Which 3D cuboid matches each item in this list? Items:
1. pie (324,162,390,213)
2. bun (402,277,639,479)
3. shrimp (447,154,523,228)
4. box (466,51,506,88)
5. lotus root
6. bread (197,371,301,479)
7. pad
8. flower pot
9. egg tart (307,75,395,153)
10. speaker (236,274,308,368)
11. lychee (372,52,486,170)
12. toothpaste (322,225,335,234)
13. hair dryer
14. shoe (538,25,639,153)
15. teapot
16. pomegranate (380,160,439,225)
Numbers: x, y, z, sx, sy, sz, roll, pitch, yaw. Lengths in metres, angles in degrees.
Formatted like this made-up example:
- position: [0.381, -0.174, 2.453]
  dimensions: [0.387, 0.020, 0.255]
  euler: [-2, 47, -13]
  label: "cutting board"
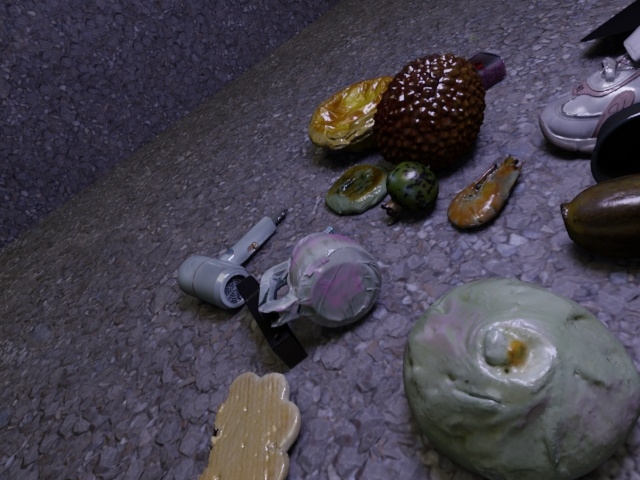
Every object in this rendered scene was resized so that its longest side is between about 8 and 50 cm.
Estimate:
- position: [0.096, -0.139, 1.044]
  dimensions: [0.187, 0.041, 0.186]
  euler: [-19, 40, 17]
  label: "pie"
- position: [0.231, 0.151, 0.518]
  dimensions: [0.283, 0.179, 0.283]
  euler: [-21, 36, 17]
  label: "bun"
- position: [0.343, -0.107, 0.835]
  dimensions: [0.217, 0.051, 0.115]
  euler: [-49, 38, -17]
  label: "shrimp"
- position: [0.403, -0.449, 1.156]
  dimensions: [0.224, 0.069, 0.120]
  euler: [-33, 38, 1]
  label: "box"
- position: [0.496, -0.039, 0.591]
  dimensions: [0.241, 0.124, 0.123]
  euler: [-11, 32, 25]
  label: "lotus root"
- position: [-0.117, 0.340, 0.663]
  dimensions: [0.182, 0.039, 0.250]
  euler: [-8, 43, 27]
  label: "bread"
- position: [0.862, -0.548, 0.947]
  dimensions: [0.375, 0.063, 0.315]
  euler: [-36, 23, -20]
  label: "pad"
- position: [0.549, -0.164, 0.682]
  dimensions: [0.158, 0.157, 0.106]
  euler: [-4, 34, 31]
  label: "flower pot"
- position: [0.124, -0.365, 1.200]
  dimensions: [0.342, 0.132, 0.341]
  euler: [-19, 38, 16]
  label: "egg tart"
- position: [-0.105, 0.158, 0.819]
  dimensions: [0.044, 0.082, 0.218]
  euler: [-38, 37, -7]
  label: "speaker"
- position: [0.249, -0.299, 0.937]
  dimensions: [0.268, 0.267, 0.267]
  euler: [-19, 39, 16]
  label: "lychee"
- position: [0.000, 0.000, 0.973]
  dimensions: [0.083, 0.020, 0.017]
  euler: [-42, 41, -13]
  label: "toothpaste"
- position: [-0.186, 0.016, 1.034]
  dimensions: [0.173, 0.107, 0.357]
  euler: [11, 48, 38]
  label: "hair dryer"
- position: [0.602, -0.307, 0.753]
  dimensions: [0.351, 0.198, 0.171]
  euler: [-13, 40, 21]
  label: "shoe"
- position: [-0.004, 0.082, 0.788]
  dimensions: [0.221, 0.163, 0.178]
  euler: [-46, 26, 3]
  label: "teapot"
- position: [0.189, -0.103, 0.889]
  dimensions: [0.161, 0.122, 0.122]
  euler: [-50, 35, 15]
  label: "pomegranate"
